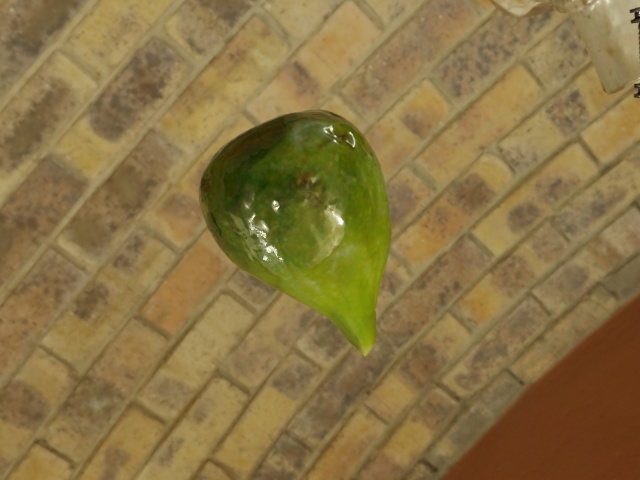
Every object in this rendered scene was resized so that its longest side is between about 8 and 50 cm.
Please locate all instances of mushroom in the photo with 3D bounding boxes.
[{"bbox_3d":[0.326,-0.320,0.953,0.292,0.290,0.292,-19,175,-2],"label":"mushroom"}]

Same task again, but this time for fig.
[{"bbox_3d":[0.000,0.000,0.874,0.206,0.275,0.206,-27,-177,1],"label":"fig"}]

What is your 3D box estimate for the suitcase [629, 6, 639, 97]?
[{"bbox_3d":[0.313,-0.167,0.704,0.059,0.086,0.126,1,-168,33],"label":"suitcase"}]
